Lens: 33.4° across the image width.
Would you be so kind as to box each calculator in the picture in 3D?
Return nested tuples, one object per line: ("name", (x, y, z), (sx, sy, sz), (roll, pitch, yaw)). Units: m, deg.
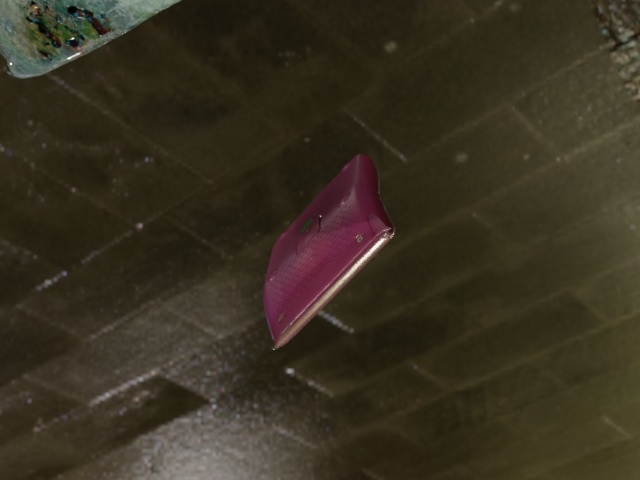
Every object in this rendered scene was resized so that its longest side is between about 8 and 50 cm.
("calculator", (0.000, 0.000, 0.841), (0.034, 0.190, 0.126), (38, 105, -16))

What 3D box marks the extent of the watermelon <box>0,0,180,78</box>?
("watermelon", (-0.163, -0.217, 0.607), (0.188, 0.322, 0.175), (-42, 117, -4))
